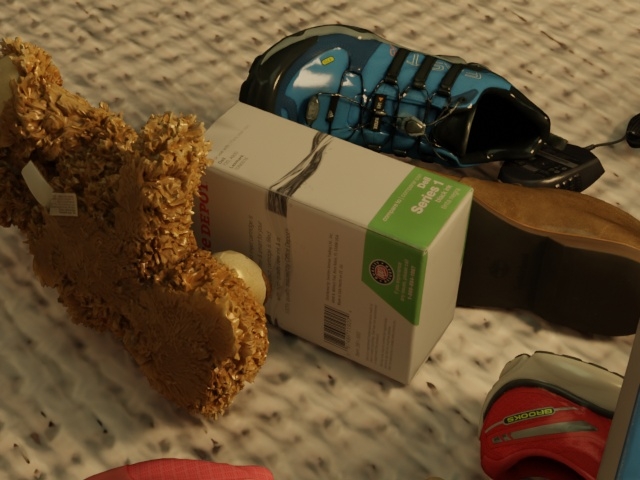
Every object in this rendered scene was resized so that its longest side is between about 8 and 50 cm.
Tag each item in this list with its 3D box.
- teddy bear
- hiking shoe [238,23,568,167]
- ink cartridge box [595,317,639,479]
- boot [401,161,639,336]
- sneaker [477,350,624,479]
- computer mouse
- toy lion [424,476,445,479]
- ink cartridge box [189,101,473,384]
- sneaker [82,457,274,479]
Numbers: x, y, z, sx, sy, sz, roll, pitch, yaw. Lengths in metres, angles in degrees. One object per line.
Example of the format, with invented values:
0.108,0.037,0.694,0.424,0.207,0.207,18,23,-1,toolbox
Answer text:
-0.157,-0.015,0.910,0.338,0.245,0.113,29,32,26,teddy bear
0.076,-0.125,1.026,0.304,0.113,0.132,-4,23,-34,hiking shoe
0.329,0.185,0.710,0.307,0.129,0.223,15,90,11,ink cartridge box
0.148,-0.010,1.010,0.305,0.112,0.115,18,34,7,boot
0.249,0.179,0.839,0.279,0.107,0.118,16,66,18,sneaker
0.266,-0.079,1.116,0.242,0.041,0.071,-22,32,-27,computer mouse
0.076,0.231,0.815,0.100,0.034,0.096,-29,60,-26,toy lion
0.000,0.000,0.943,0.219,0.160,0.092,23,48,20,ink cartridge box
-0.136,0.201,0.712,0.136,0.314,0.116,-23,92,-44,sneaker
